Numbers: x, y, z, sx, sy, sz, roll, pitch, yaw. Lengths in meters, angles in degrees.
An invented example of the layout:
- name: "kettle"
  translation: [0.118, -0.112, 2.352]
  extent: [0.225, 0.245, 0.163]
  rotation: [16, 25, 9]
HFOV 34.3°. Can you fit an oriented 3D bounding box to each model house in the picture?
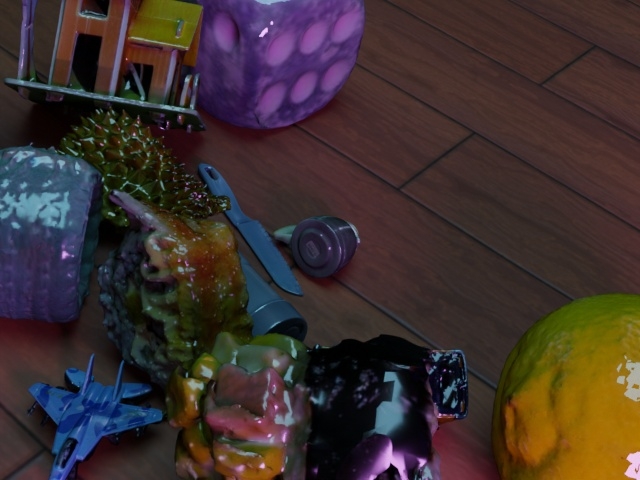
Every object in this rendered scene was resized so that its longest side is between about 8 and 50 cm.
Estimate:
- name: "model house"
  translation: [-0.314, -0.359, 1.607]
  extent: [0.300, 0.324, 0.340]
  rotation: [9, -3, -1]

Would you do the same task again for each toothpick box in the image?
- name: "toothpick box"
  translation: [-0.102, 0.095, 1.421]
  extent: [0.101, 0.101, 0.153]
  rotation: [-22, 51, -33]

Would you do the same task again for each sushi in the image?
- name: "sushi"
  translation: [-0.017, 0.256, 1.116]
  extent: [0.285, 0.329, 0.328]
  rotation: [-1, 5, 0]
- name: "sushi"
  translation: [-0.182, 0.065, 1.322]
  extent: [0.184, 0.274, 0.139]
  rotation: [8, 15, 42]

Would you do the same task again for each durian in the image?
- name: "durian"
  translation: [-0.289, -0.088, 1.564]
  extent: [0.306, 0.166, 0.172]
  rotation: [19, 72, 16]

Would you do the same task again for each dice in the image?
- name: "dice"
  translation: [-0.105, -0.376, 1.806]
  extent: [0.270, 0.270, 0.271]
  rotation: [-27, 55, -35]

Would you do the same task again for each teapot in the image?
- name: "teapot"
  translation: [0.005, -0.006, 1.571]
  extent: [0.124, 0.092, 0.090]
  rotation: [43, 33, 21]

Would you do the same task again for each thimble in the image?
- name: "thimble"
  translation: [-0.372, -0.011, 1.376]
  extent: [0.143, 0.235, 0.198]
  rotation: [7, 8, -6]

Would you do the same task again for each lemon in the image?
- name: "lemon"
  translation: [0.371, 0.227, 1.237]
  extent: [0.347, 0.348, 0.348]
  rotation: [7, 42, -7]

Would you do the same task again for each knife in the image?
- name: "knife"
  translation: [-0.111, -0.020, 1.612]
  extent: [0.044, 0.019, 0.313]
  rotation: [-13, 50, -30]

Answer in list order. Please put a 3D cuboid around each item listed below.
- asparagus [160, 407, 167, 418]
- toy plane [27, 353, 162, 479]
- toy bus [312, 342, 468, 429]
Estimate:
- name: "asparagus"
  translation: [-0.164, 0.209, 1.344]
  extent: [0.114, 0.015, 0.014]
  rotation: [-19, 53, -32]
- name: "toy plane"
  translation: [-0.284, 0.233, 1.236]
  extent: [0.169, 0.078, 0.246]
  rotation: [12, 35, 0]
- name: "toy bus"
  translation: [0.082, 0.193, 1.350]
  extent: [0.201, 0.114, 0.098]
  rotation: [3, 72, -12]
